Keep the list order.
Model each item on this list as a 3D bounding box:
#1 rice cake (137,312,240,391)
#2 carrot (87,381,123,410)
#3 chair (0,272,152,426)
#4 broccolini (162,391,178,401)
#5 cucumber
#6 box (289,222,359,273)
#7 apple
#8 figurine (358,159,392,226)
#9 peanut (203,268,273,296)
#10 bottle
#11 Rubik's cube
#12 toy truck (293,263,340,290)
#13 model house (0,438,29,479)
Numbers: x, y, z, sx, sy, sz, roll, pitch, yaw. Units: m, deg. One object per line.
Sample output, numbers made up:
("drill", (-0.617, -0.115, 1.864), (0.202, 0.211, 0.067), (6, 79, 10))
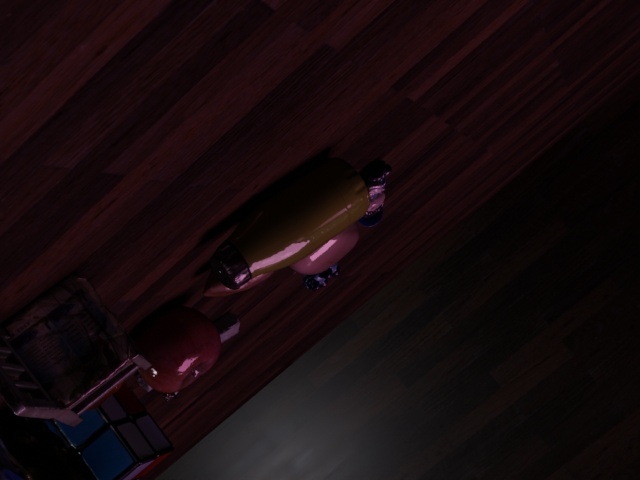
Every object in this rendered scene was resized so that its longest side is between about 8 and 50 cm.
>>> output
("rice cake", (-0.259, 0.220, 2.248), (0.245, 0.042, 0.045), (-32, 156, -31))
("carrot", (-0.369, 0.228, 1.788), (0.087, 0.087, 0.193), (-38, 172, -2))
("chair", (-0.315, 0.128, 1.379), (0.147, 0.136, 0.270), (-39, 169, -8))
("broccolini", (-0.328, 0.297, 2.400), (0.042, 0.044, 0.218), (-21, 161, -11))
("cucumber", (-0.396, 0.393, 1.747), (0.105, 0.325, 0.145), (-32, 161, -35))
("box", (0.000, 0.000, 2.062), (0.146, 0.088, 0.200), (-39, 169, 9))
("apple", (-0.245, 0.180, 1.909), (0.153, 0.120, 0.153), (-37, 164, -13))
("figurine", (0.087, -0.093, 2.072), (0.077, 0.079, 0.136), (-34, 145, -31))
("peanut", (-0.132, 0.046, 1.856), (0.152, 0.076, 0.076), (-37, 170, -22))
("bottle", (-0.051, -0.021, 1.718), (0.260, 0.112, 0.112), (-35, 169, -21))
("Rubik's cube", (-0.397, 0.363, 2.001), (0.167, 0.183, 0.180), (-39, 168, 9))
("toy truck", (0.011, 0.041, 2.328), (0.136, 0.074, 0.063), (-42, 170, 19))
("model house", (-0.489, 0.443, 1.483), (0.295, 0.329, 0.251), (-35, 149, -13))
